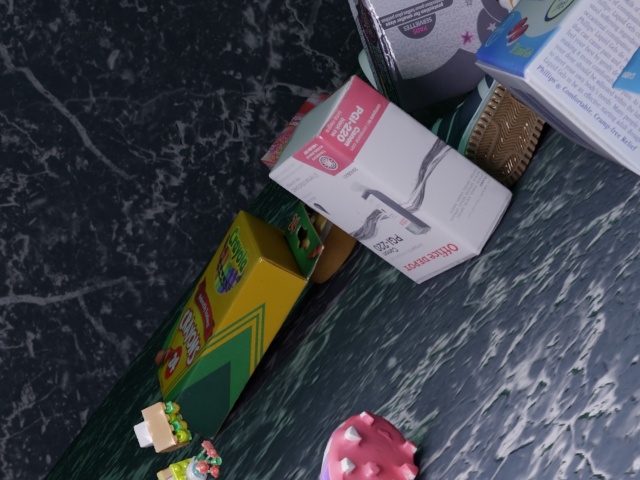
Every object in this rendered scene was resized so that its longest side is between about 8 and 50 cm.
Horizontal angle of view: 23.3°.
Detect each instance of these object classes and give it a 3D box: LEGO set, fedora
[{"bbox_3d":[-0.116,0.283,1.515,0.107,0.132,0.287,-35,39,43],"label":"LEGO set"},{"bbox_3d":[0.000,0.000,2.257,0.194,0.079,0.194,-52,16,21],"label":"fedora"}]

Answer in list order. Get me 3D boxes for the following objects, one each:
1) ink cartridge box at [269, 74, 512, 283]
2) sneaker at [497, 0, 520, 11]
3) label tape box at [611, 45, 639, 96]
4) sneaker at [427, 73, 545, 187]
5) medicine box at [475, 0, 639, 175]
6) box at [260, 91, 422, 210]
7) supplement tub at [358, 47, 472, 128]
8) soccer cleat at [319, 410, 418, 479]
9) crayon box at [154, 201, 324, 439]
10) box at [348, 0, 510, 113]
[{"bbox_3d":[0.074,-0.061,1.683,0.092,0.218,0.158,-61,12,-23],"label":"ink cartridge box"},{"bbox_3d":[0.285,-0.350,1.619,0.126,0.127,0.321,-26,-14,-39],"label":"sneaker"},{"bbox_3d":[0.382,-0.207,1.103,0.347,0.115,0.249,-53,8,5],"label":"label tape box"},{"bbox_3d":[0.219,-0.168,1.789,0.282,0.099,0.153,-56,12,-16],"label":"sneaker"},{"bbox_3d":[0.305,-0.225,1.427,0.289,0.149,0.263,-51,9,5],"label":"medicine box"},{"bbox_3d":[0.049,-0.105,2.071,0.128,0.122,0.257,-53,29,-10],"label":"box"},{"bbox_3d":[0.200,-0.295,2.095,0.272,0.191,0.191,-47,10,21],"label":"supplement tub"},{"bbox_3d":[0.018,0.229,1.251,0.095,0.083,0.248,-51,10,28],"label":"soccer cleat"},{"bbox_3d":[-0.118,0.093,2.173,0.318,0.081,0.202,-59,19,11],"label":"crayon box"},{"bbox_3d":[0.178,-0.269,1.880,0.247,0.163,0.142,-20,9,-5],"label":"box"}]
